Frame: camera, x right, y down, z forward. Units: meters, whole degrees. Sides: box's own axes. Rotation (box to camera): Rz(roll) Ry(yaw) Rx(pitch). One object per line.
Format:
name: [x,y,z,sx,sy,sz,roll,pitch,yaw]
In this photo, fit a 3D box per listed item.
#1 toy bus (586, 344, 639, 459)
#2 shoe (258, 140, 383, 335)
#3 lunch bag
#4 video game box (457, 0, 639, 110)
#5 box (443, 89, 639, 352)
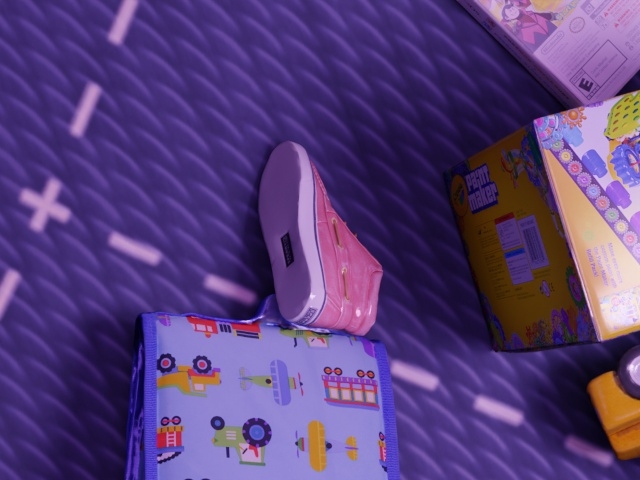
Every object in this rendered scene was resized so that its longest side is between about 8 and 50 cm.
toy bus: [0.403,0.115,1.427,0.333,0.108,0.130,-24,69,7]
shoe: [0.000,0.000,1.447,0.081,0.063,0.178,17,50,-36]
lunch bag: [-0.048,0.185,1.390,0.221,0.138,0.293,7,72,-19]
video game box: [0.242,-0.243,1.523,0.187,0.048,0.205,45,80,-5]
box: [0.286,-0.030,1.389,0.279,0.290,0.177,-16,87,-11]
